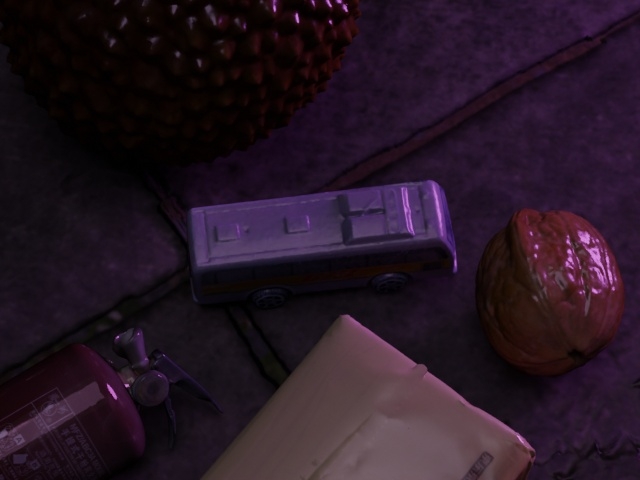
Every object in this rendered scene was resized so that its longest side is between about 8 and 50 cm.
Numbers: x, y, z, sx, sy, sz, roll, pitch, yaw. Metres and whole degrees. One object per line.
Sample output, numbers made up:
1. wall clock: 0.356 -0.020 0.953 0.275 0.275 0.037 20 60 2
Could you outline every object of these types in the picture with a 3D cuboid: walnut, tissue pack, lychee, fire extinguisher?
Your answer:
1. walnut: 0.155 0.033 1.210 0.105 0.105 0.124 -12 58 -3
2. tissue pack: 0.005 0.187 1.123 0.159 0.125 0.234 36 69 18
3. lychee: -0.102 -0.184 1.244 0.267 0.267 0.268 -1 64 2
4. fire extinguisher: -0.200 0.146 1.174 0.269 0.105 0.105 -31 66 -13

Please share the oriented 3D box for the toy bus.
1. toy bus: 0.000 0.000 1.245 0.190 0.075 0.064 -7 63 0
